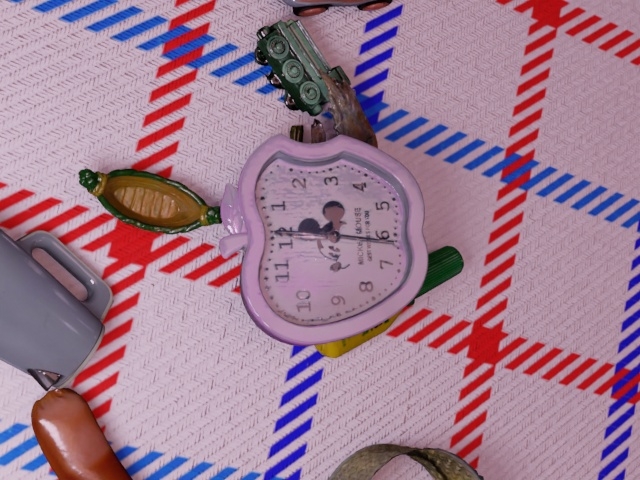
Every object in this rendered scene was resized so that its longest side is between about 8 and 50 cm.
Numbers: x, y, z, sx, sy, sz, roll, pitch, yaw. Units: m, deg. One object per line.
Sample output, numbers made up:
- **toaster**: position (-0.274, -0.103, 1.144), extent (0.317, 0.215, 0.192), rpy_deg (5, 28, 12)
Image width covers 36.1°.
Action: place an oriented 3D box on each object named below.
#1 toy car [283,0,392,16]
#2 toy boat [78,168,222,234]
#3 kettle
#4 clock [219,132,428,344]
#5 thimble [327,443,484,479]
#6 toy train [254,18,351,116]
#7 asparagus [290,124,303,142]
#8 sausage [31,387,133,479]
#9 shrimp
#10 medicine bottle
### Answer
- **toy car**: position (0.052, -0.489, 1.618), extent (0.270, 0.212, 0.181), rpy_deg (-11, 89, -25)
- **toy boat**: position (-0.262, -0.061, 1.498), extent (0.229, 0.088, 0.089), rpy_deg (15, 79, -23)
- **kettle**: position (-0.423, 0.078, 1.397), extent (0.243, 0.160, 0.211), rpy_deg (40, 41, -23)
- **clock**: position (0.000, 0.000, 1.540), extent (0.338, 0.102, 0.339), rpy_deg (2, 80, -9)
- **thimble**: position (0.133, 0.462, 1.591), extent (0.270, 0.150, 0.271), rpy_deg (3, 83, -25)
- **toy train**: position (-0.035, -0.293, 1.638), extent (0.111, 0.071, 0.170), rpy_deg (-41, 105, -28)
- **asparagus**: position (-0.040, -0.079, 1.639), extent (0.023, 0.022, 0.233), rpy_deg (20, 69, -67)
- **sausage**: position (-0.325, 0.350, 1.431), extent (0.089, 0.083, 0.300), rpy_deg (-34, 96, -27)
- **shrimp**: position (0.026, -0.179, 1.633), extent (0.126, 0.047, 0.223), rpy_deg (-35, 124, -14)
- **medicine bottle**: position (0.112, 0.090, 1.662), extent (0.308, 0.076, 0.111), rpy_deg (-26, 103, -26)
